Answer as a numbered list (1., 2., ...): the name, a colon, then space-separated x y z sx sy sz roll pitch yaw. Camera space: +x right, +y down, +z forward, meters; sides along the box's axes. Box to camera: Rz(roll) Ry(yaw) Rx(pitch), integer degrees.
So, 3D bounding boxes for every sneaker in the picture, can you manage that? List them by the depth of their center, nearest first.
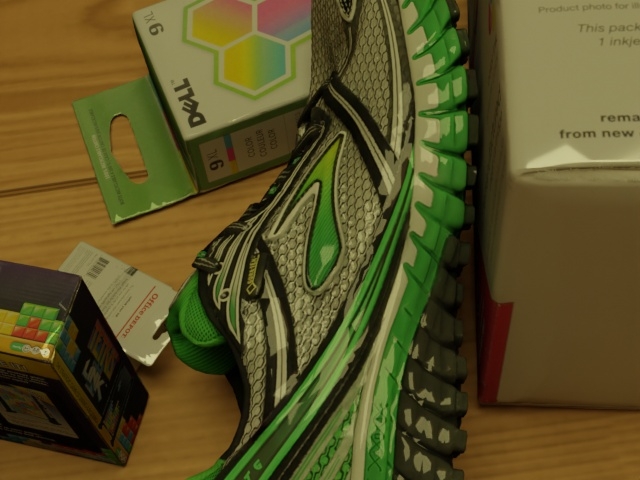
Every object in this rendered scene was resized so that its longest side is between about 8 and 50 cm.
1. sneaker: 0.000 0.000 0.590 0.146 0.134 0.343 6 69 -1

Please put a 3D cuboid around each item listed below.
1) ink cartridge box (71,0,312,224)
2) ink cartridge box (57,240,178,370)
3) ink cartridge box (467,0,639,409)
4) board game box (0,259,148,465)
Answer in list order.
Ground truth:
1. ink cartridge box: -0.050 -0.101 0.732 0.209 0.062 0.109 -21 59 -6
2. ink cartridge box: -0.113 0.041 0.672 0.083 0.028 0.048 26 65 20
3. ink cartridge box: 0.143 -0.094 0.613 0.131 0.226 0.306 -1 58 4
4. board game box: -0.187 0.054 0.606 0.170 0.141 0.048 10 61 11
